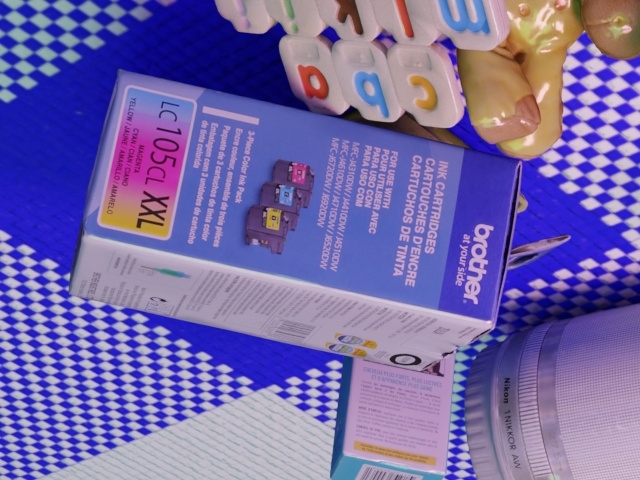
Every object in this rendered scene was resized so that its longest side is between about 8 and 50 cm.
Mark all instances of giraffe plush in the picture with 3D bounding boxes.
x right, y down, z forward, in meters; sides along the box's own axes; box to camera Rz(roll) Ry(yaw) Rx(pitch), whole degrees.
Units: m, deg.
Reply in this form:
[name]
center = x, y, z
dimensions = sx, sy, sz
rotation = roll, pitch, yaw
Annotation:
[giraffe plush]
center = 0.188, -0.184, 1.471
dimensions = 0.170, 0.181, 0.210
rotation = -18, 105, 17

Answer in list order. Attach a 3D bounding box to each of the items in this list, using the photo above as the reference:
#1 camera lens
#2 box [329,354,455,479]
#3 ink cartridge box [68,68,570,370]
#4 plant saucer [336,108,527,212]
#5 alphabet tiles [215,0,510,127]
[camera lens]
center = 0.307, 0.173, 1.887
dimensions = 0.274, 0.219, 0.219
rotation = -14, 140, 29
[box]
center = 0.073, 0.116, 1.826
dimensions = 0.101, 0.244, 0.060
rotation = 13, 146, -7
[ink cartridge box]
center = 0.000, 0.000, 1.609
dimensions = 0.395, 0.151, 0.270
rotation = 14, 167, -7
[plant saucer]
center = 0.062, -0.062, 1.744
dimensions = 0.188, 0.045, 0.188
rotation = -23, 135, 38
[alphabet tiles]
center = 0.012, -0.213, 1.420
dimensions = 0.284, 0.021, 0.278
rotation = 10, 128, 42
